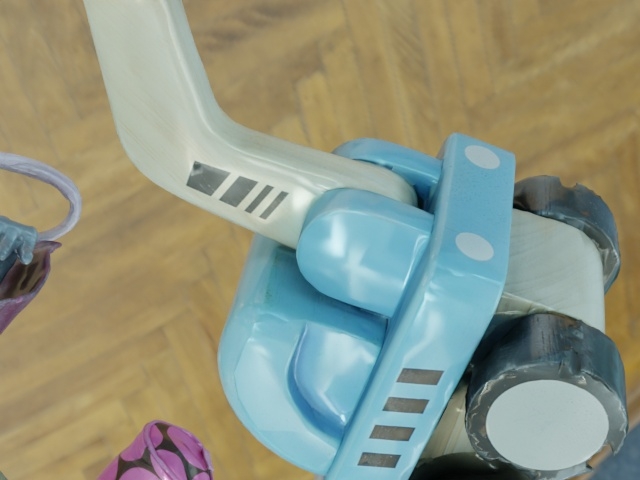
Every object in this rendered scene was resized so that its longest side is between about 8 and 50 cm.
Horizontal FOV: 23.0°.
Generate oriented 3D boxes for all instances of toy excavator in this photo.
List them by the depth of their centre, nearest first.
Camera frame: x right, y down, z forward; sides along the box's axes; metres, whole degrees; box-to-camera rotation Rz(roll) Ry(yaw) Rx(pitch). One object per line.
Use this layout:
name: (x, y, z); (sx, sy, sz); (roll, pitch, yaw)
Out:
toy excavator: (0.000, 0.000, 1.082); (0.445, 0.222, 0.433); (18, 127, -5)

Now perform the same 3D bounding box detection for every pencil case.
pencil case: (-0.180, 0.260, 1.456); (0.098, 0.095, 0.209); (23, 121, -37)

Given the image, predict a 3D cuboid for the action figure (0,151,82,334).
action figure: (-0.374, 0.117, 1.317); (0.248, 0.276, 0.370); (20, 126, -2)

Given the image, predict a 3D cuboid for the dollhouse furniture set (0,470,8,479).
dollhouse furniture set: (-0.308, 0.208, 1.082); (0.123, 0.151, 0.144); (0, 146, 14)
